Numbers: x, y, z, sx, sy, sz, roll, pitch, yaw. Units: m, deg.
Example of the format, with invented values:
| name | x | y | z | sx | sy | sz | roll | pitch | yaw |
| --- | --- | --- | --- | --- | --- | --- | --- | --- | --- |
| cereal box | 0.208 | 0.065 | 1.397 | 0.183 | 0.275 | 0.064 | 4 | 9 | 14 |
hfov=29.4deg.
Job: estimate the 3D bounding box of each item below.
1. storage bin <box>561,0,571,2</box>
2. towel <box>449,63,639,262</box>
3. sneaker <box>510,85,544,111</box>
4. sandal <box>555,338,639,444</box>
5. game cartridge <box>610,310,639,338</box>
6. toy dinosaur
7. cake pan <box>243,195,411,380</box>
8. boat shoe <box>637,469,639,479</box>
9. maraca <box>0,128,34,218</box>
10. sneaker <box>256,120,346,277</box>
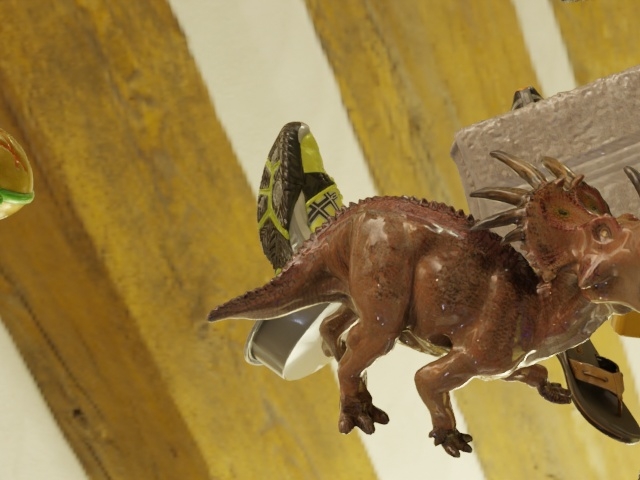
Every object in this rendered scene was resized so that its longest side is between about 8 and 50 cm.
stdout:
| name | x | y | z | sx | sy | sz | roll | pitch | yaw |
| --- | --- | --- | --- | --- | --- | --- | --- | --- | --- |
| storage bin | 0.194 | -0.214 | 0.750 | 0.180 | 0.084 | 0.122 | -69 | -27 | -81 |
| towel | 0.299 | -0.085 | 1.434 | 0.049 | 0.282 | 0.187 | 0 | -108 | -63 |
| sneaker | 0.340 | -0.182 | 1.942 | 0.215 | 0.084 | 0.083 | 60 | -165 | -76 |
| sandal | 0.388 | 0.184 | 1.704 | 0.090 | 0.060 | 0.219 | 6 | -130 | -33 |
| game cartridge | 0.589 | -0.002 | 1.756 | 0.052 | 0.285 | 0.323 | -98 | 14 | -72 |
| toy dinosaur | 0.083 | 0.021 | 0.795 | 0.127 | 0.296 | 0.200 | -51 | -30 | -63 |
| cake pan | 0.031 | 0.068 | 1.521 | 0.054 | 0.293 | 0.293 | 46 | -141 | 17 |
| boat shoe | 0.367 | 0.258 | 1.234 | 0.307 | 0.104 | 0.110 | -77 | -10 | -54 |
| maraca | -0.347 | -0.067 | 1.204 | 0.127 | 0.185 | 0.099 | 24 | -84 | -4 |
| sneaker | 0.000 | 0.000 | 1.811 | 0.147 | 0.145 | 0.384 | 0 | -115 | -21 |
